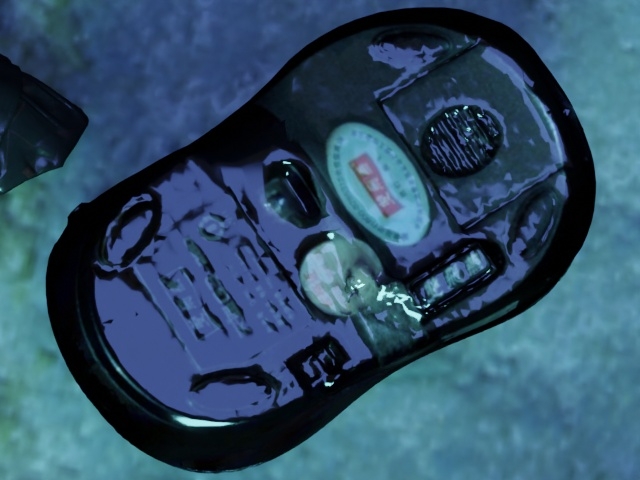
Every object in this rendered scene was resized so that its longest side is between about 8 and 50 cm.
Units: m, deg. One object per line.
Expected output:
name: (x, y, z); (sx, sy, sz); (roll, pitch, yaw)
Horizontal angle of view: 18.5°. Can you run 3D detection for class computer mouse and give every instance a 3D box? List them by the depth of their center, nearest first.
computer mouse: (0.000, 0.000, 0.806); (0.233, 0.096, 0.137); (-28, 77, -12)

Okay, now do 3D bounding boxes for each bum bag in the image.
bum bag: (-0.159, -0.067, 0.825); (0.124, 0.034, 0.058); (32, 58, -1)
